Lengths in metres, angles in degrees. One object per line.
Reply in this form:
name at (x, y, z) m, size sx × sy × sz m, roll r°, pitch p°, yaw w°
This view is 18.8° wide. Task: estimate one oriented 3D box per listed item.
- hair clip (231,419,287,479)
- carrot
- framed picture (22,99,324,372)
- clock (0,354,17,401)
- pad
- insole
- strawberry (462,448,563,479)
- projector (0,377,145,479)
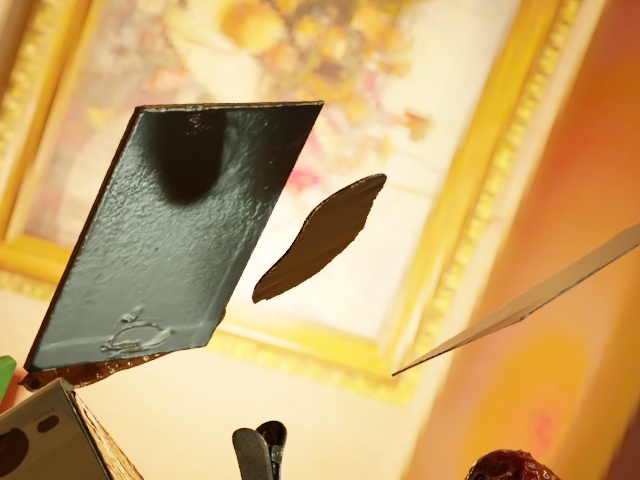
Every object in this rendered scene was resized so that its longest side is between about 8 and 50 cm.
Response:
hair clip at (-0.059, 0.290, 1.857) m, size 0.070 × 0.039 × 0.229 m, roll -5°, pitch 96°, yaw -66°
carrot at (-0.216, 0.117, 2.131) m, size 0.059 × 0.248 × 0.059 m, roll 63°, pitch -7°, yaw 15°
framed picture at (-0.145, -0.004, 1.915) m, size 0.013 × 0.244 × 0.324 m, roll 47°, pitch -56°, yaw 32°
clock at (-0.413, 0.120, 1.681) m, size 0.255 × 0.106 × 0.220 m, roll 41°, pitch -61°, yaw 25°
pad at (0.265, 0.034, 2.016) m, size 0.007 × 0.367 × 0.247 m, roll 61°, pitch -33°, yaw 1°
insole at (0.000, 0.000, 1.791) m, size 0.007 × 0.111 × 0.328 m, roll 60°, pitch -20°, yaw 10°
strawberry at (0.239, 0.344, 2.206) m, size 0.205 × 0.244 × 0.205 m, roll -18°, pitch -152°, yaw 10°
projector at (-0.286, 0.329, 1.965) m, size 0.249 × 0.248 × 0.248 m, roll -32°, pitch -135°, yaw -3°
